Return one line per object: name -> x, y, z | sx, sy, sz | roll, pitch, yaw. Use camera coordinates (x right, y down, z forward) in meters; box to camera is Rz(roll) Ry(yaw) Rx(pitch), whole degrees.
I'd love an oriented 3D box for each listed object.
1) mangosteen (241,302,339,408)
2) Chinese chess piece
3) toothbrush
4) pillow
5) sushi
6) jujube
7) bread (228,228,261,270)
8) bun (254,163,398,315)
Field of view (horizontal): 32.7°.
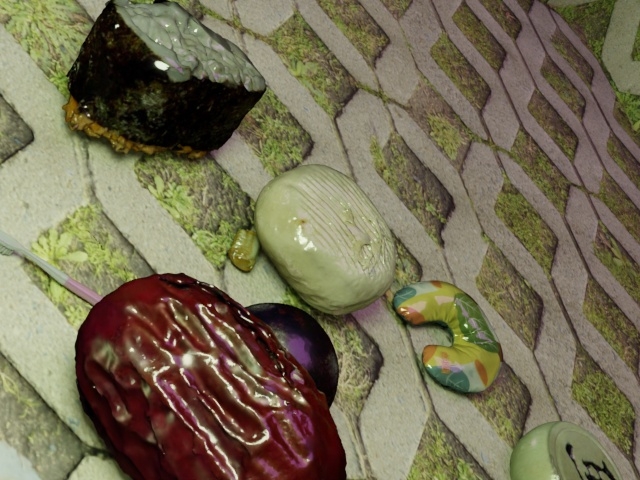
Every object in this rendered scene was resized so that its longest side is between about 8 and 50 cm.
mangosteen -> -0.065, 0.181, 1.527 | 0.194, 0.194, 0.230 | 54, 5, 4
Chinese chess piece -> 0.456, 0.450, 1.981 | 0.250, 0.101, 0.250 | 32, 36, -27
toothbrush -> -0.323, 0.065, 1.449 | 0.286, 0.025, 0.020 | 36, 32, -26
pillow -> 0.239, 0.177, 2.017 | 0.214, 0.086, 0.233 | -3, 62, -41
sushi -> -0.250, -0.257, 1.720 | 0.234, 0.207, 0.348 | 52, 23, 25
jujube -> -0.129, 0.213, 1.313 | 0.376, 0.258, 0.258 | 54, 31, 10
bread -> -0.122, 0.015, 1.751 | 0.049, 0.033, 0.088 | 29, 31, -12
bun -> 0.001, 0.004, 1.786 | 0.273, 0.168, 0.273 | 36, 34, -29
